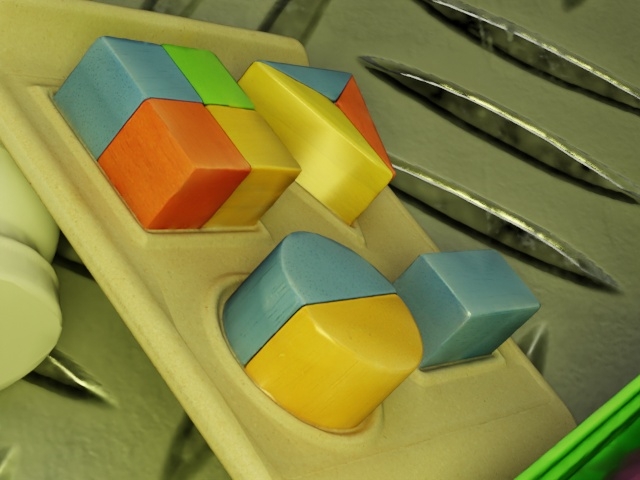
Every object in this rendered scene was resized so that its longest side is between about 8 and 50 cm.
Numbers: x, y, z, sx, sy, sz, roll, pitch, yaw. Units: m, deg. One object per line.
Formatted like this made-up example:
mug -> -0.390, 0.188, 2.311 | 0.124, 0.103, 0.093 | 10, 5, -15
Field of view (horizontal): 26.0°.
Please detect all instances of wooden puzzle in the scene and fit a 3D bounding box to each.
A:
wooden puzzle -> 0.000, 0.000, 0.765 | 0.322, 0.080, 0.348 | -2, 54, -57

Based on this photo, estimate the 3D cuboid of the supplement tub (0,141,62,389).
supplement tub -> -0.252, -0.056, 0.765 | 0.191, 0.191, 0.272 | -9, 62, -19

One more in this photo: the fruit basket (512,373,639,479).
fruit basket -> 0.189, 0.205, 0.603 | 0.392, 0.392, 0.283 | -34, 83, -28
